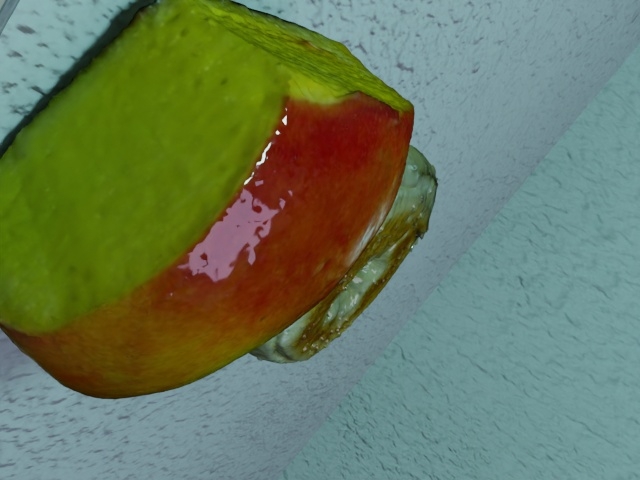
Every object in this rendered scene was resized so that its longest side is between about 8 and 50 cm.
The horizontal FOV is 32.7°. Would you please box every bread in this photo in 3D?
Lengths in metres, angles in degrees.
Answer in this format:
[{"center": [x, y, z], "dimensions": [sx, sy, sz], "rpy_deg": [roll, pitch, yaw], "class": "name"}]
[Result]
[{"center": [0.000, 0.000, 1.257], "dimensions": [0.305, 0.159, 0.305], "rpy_deg": [-39, 157, -21], "class": "bread"}]

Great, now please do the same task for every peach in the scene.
[{"center": [-0.082, -0.030, 0.888], "dimensions": [0.380, 0.242, 0.306], "rpy_deg": [-47, 157, -8], "class": "peach"}]

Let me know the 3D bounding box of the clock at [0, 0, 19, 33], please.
[{"center": [-0.201, -0.157, 0.507], "dimensions": [0.192, 0.147, 0.071], "rpy_deg": [-56, 160, 16], "class": "clock"}]
